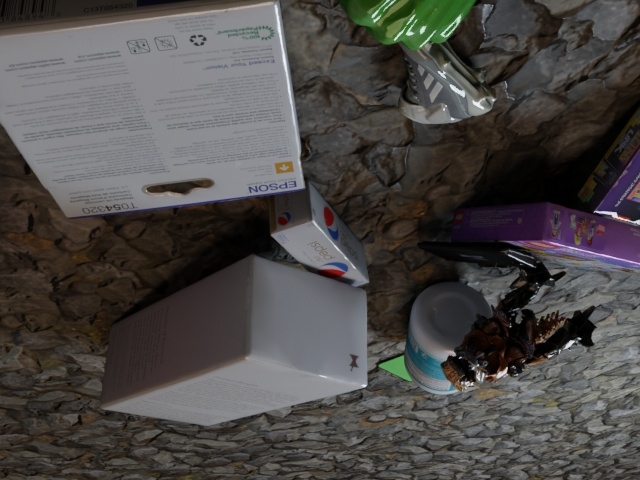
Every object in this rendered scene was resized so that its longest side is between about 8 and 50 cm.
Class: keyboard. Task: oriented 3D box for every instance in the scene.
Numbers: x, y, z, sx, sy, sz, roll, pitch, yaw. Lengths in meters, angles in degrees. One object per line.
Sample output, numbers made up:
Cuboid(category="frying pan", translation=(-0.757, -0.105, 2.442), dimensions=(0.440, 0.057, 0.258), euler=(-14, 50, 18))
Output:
Cuboid(category="keyboard", translation=(0.244, 0.021, 1.153), dimensions=(0.108, 0.023, 0.180), euler=(22, 170, -35))

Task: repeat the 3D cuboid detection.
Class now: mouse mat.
Cuboid(category="mouse mat", translation=(0.238, 0.264, 1.658), dimensions=(0.190, 0.007, 0.152), euler=(-27, 143, 27))

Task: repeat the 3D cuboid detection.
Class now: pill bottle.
Cuboid(category="pill bottle", translation=(0.234, 0.198, 1.425), dimensions=(0.146, 0.146, 0.264), euler=(-6, 148, -2))

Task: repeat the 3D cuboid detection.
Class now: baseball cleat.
Cuboid(category="baseball cleat", translation=(0.117, -0.189, 0.867), dimensions=(0.109, 0.072, 0.206), euler=(-22, 141, 34))

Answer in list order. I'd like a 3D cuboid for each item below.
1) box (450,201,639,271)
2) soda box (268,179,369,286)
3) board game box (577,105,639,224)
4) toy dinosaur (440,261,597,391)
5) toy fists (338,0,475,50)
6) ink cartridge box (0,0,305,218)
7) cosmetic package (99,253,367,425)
Cuboid(category="box", translation=(0.376, 0.001, 1.143), dimensions=(0.293, 0.057, 0.201), euler=(12, 175, -27))
Cuboid(category="soda box", translation=(0.000, 0.000, 1.135), dimensions=(0.069, 0.074, 0.216), euler=(-18, 147, 17))
Cuboid(category="board game box", translation=(0.460, -0.103, 1.036), dimensions=(0.141, 0.048, 0.170), euler=(10, 123, -27))
Cuboid(category="toy dinosaur", translation=(0.316, 0.148, 1.232), dimensions=(0.164, 0.322, 0.218), euler=(41, 124, 4))
Cuboid(category="toy fists", translation=(0.035, -0.274, 0.676), dimensions=(0.279, 0.096, 0.142), euler=(20, 113, -36))
Cuboid(category="ink cartridge box", translation=(-0.192, -0.154, 0.866), dimensions=(0.324, 0.071, 0.330), euler=(-7, 151, 0))
Cuboid(category="cosmetic package", translation=(-0.156, 0.185, 1.243), dimensions=(0.230, 0.161, 0.453), euler=(20, 150, -36))
